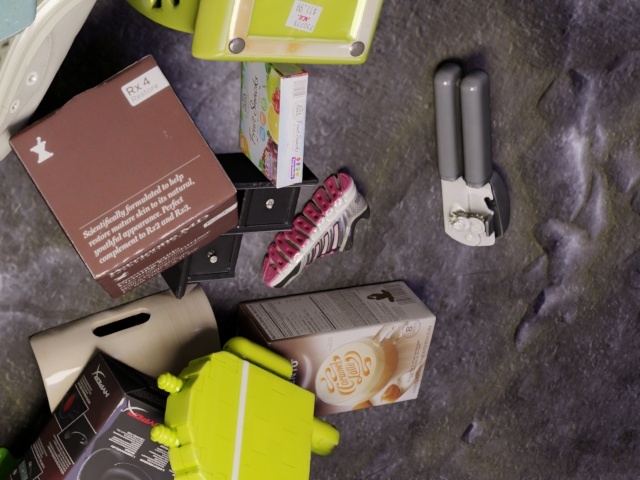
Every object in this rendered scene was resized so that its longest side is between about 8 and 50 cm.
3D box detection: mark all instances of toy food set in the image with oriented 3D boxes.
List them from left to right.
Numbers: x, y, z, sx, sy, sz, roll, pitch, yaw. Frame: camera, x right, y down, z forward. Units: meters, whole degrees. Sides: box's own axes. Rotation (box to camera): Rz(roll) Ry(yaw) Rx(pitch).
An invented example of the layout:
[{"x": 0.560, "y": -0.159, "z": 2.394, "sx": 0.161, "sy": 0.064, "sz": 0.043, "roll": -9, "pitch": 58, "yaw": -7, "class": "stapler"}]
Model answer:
[{"x": -0.231, "y": 0.218, "z": 1.721, "sx": 0.219, "sy": 0.092, "sz": 0.306, "roll": -17, "pitch": 121, "yaw": -19, "class": "toy food set"}]

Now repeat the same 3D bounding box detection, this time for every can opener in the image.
[{"x": 0.190, "y": -0.107, "z": 1.753, "sx": 0.093, "sy": 0.074, "sz": 0.280, "roll": -53, "pitch": 145, "yaw": -37, "class": "can opener"}]

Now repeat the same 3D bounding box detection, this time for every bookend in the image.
[{"x": -0.101, "y": -0.020, "z": 1.626, "sx": 0.156, "sy": 0.072, "sz": 0.157, "roll": -3, "pitch": 124, "yaw": -29, "class": "bookend"}]

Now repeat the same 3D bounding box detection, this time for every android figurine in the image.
[{"x": -0.086, "y": 0.232, "z": 1.589, "sx": 0.056, "sy": 0.248, "sz": 0.272, "roll": -21, "pitch": 144, "yaw": 39, "class": "android figurine"}]

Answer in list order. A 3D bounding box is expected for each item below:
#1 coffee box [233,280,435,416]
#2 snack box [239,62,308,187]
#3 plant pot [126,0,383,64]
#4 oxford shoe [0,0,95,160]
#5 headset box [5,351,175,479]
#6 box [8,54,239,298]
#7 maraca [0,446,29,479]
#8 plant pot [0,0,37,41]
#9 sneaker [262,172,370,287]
[{"x": 0.013, "y": 0.147, "z": 1.794, "sx": 0.246, "sy": 0.098, "sz": 0.141, "roll": -7, "pitch": 124, "yaw": -27, "class": "coffee box"}, {"x": -0.054, "y": -0.145, "z": 1.545, "sx": 0.037, "sy": 0.100, "sz": 0.141, "roll": -13, "pitch": 127, "yaw": -24, "class": "snack box"}, {"x": -0.048, "y": -0.299, "z": 1.368, "sx": 0.228, "sy": 0.207, "sz": 0.227, "roll": -2, "pitch": 123, "yaw": -29, "class": "plant pot"}, {"x": -0.283, "y": -0.251, "z": 1.326, "sx": 0.449, "sy": 0.169, "sz": 0.130, "roll": -58, "pitch": 172, "yaw": 6, "class": "oxford shoe"}, {"x": -0.251, "y": 0.312, "z": 1.631, "sx": 0.218, "sy": 0.110, "sz": 0.293, "roll": 32, "pitch": 96, "yaw": -35, "class": "headset box"}, {"x": -0.197, "y": -0.059, "z": 1.419, "sx": 0.168, "sy": 0.167, "sz": 0.203, "roll": -32, "pitch": 175, "yaw": -7, "class": "box"}, {"x": -0.385, "y": 0.349, "z": 1.707, "sx": 0.127, "sy": 0.099, "sz": 0.186, "roll": 4, "pitch": 93, "yaw": -35, "class": "maraca"}, {"x": -0.368, "y": -0.266, "z": 1.135, "sx": 0.247, "sy": 0.248, "sz": 0.252, "roll": -30, "pitch": 118, "yaw": -9, "class": "plant pot"}, {"x": 0.000, "y": 0.000, "z": 1.706, "sx": 0.075, "sy": 0.063, "sz": 0.170, "roll": 37, "pitch": 94, "yaw": -36, "class": "sneaker"}]
